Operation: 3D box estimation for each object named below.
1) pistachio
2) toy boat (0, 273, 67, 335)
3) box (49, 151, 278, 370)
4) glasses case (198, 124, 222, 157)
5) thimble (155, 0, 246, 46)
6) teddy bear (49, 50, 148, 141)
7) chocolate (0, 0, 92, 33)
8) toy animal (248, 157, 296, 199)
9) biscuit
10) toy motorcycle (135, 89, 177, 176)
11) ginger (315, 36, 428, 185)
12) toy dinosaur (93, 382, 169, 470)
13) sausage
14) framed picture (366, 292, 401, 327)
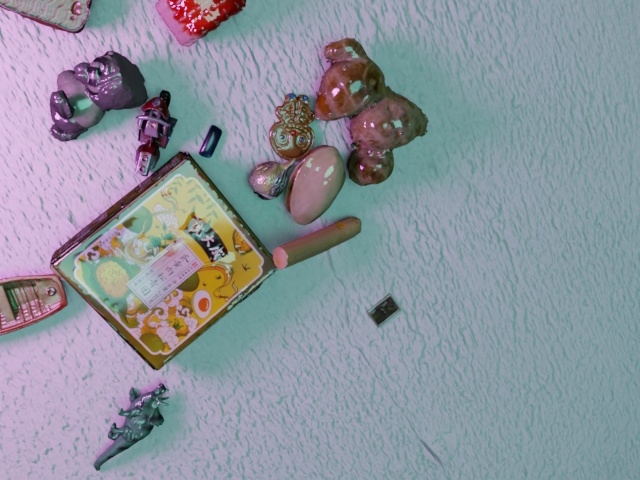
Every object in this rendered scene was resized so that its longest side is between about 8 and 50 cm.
[{"bbox_3d":[-0.013,-0.146,1.667,0.152,0.126,0.223,6,119,-36],"label":"pistachio"},{"bbox_3d":[-0.802,0.165,1.506,0.392,0.079,0.136,-16,109,-15],"label":"toy boat"},{"bbox_3d":[-0.377,0.052,1.590,0.420,0.138,0.373,-39,111,-5],"label":"box"},{"bbox_3d":[-0.275,-0.248,1.616,0.033,0.023,0.083,24,94,-19],"label":"glasses case"},{"bbox_3d":[-0.274,-0.543,1.476,0.189,0.163,0.125,-39,109,-7],"label":"thimble"},{"bbox_3d":[-0.527,-0.336,1.445,0.251,0.171,0.144,-26,89,-5],"label":"teddy bear"},{"bbox_3d":[-0.602,-0.549,1.405,0.214,0.093,0.148,17,98,-20],"label":"chocolate"},{"bbox_3d":[-0.115,-0.157,1.649,0.137,0.098,0.098,-19,108,3],"label":"toy animal"},{"bbox_3d":[-0.071,-0.294,1.671,0.124,0.026,0.175,3,101,-19],"label":"biscuit"},{"bbox_3d":[-0.394,-0.252,1.523,0.082,0.122,0.213,16,98,-5],"label":"toy motorcycle"},{"bbox_3d":[0.116,-0.337,1.649,0.256,0.176,0.375,-31,110,7],"label":"ginger"},{"bbox_3d":[-0.510,0.484,1.676,0.292,0.079,0.120,-40,109,-3],"label":"toy dinosaur"},{"bbox_3d":[-0.001,0.001,1.685,0.301,0.066,0.066,-21,110,-40],"label":"sausage"},{"bbox_3d":[0.185,0.205,1.876,0.089,0.006,0.066,-37,111,-7],"label":"framed picture"}]
